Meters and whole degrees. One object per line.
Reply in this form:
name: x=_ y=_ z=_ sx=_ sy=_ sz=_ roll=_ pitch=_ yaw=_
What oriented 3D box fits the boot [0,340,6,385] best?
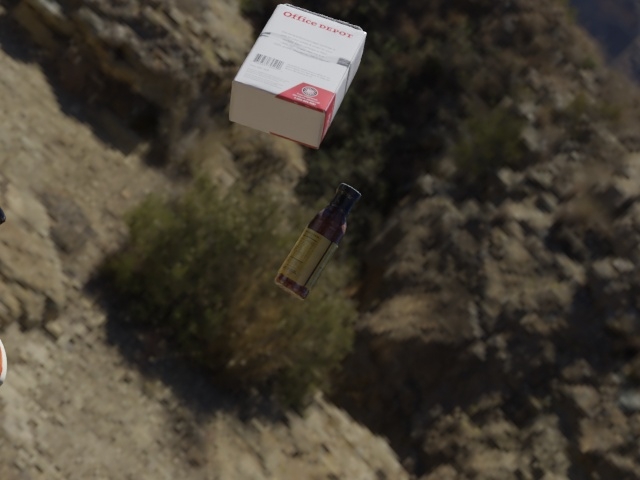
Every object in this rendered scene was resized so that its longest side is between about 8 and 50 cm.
boot: x=-0.289 y=0.048 z=1.011 sx=0.158 sy=0.059 sz=0.085 roll=55 pitch=-10 yaw=25

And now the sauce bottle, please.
sauce bottle: x=0.000 y=0.000 z=1.395 sx=0.042 sy=0.128 sz=0.042 roll=32 pitch=-10 yaw=6

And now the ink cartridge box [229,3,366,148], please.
ink cartridge box: x=-0.022 y=-0.167 z=1.337 sx=0.099 sy=0.056 sz=0.135 roll=19 pitch=49 yaw=8

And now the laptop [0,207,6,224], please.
laptop: x=-0.552 y=-0.053 z=1.084 sx=0.408 sy=0.382 sz=0.236 roll=60 pitch=19 yaw=-27
